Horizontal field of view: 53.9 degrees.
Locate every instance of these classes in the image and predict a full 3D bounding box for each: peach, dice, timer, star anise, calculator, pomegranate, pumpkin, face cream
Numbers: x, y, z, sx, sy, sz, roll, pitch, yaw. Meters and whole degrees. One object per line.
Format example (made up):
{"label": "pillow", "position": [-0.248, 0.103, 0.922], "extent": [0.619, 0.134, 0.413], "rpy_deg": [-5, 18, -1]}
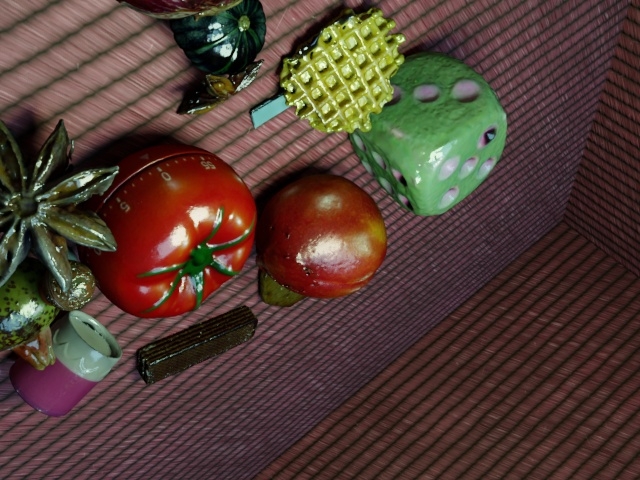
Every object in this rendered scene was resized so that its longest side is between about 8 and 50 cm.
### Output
{"label": "peach", "position": [0.000, 0.000, 1.699], "extent": [0.370, 0.370, 0.370], "rpy_deg": [-31, 147, -23]}
{"label": "dice", "position": [0.286, -0.286, 1.716], "extent": [0.330, 0.322, 0.318], "rpy_deg": [-37, 150, -10]}
{"label": "timer", "position": [-0.322, -0.023, 1.340], "extent": [0.378, 0.279, 0.378], "rpy_deg": [-34, 150, -23]}
{"label": "star anise", "position": [-0.215, -0.302, 1.280], "extent": [0.212, 0.053, 0.157], "rpy_deg": [-28, -171, 20]}
{"label": "calculator", "position": [-0.093, -0.331, 1.499], "extent": [0.172, 0.018, 0.057], "rpy_deg": [-36, 148, -14]}
{"label": "pomegranate", "position": [-0.610, 0.155, 1.254], "extent": [0.214, 0.214, 0.248], "rpy_deg": [-31, 113, -22]}
{"label": "pumpkin", "position": [-0.186, -0.406, 1.166], "extent": [0.194, 0.150, 0.194], "rpy_deg": [-42, 154, -27]}
{"label": "face cream", "position": [-0.597, 0.287, 1.484], "extent": [0.195, 0.175, 0.175], "rpy_deg": [-45, 150, -1]}
{"label": "star anise", "position": [-0.513, -0.061, 1.115], "extent": [0.332, 0.331, 0.117], "rpy_deg": [-41, -174, -6]}

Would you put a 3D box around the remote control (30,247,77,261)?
{"label": "remote control", "position": [-0.568, 0.025, 1.339], "extent": [0.074, 0.032, 0.122], "rpy_deg": [-32, 148, -22]}

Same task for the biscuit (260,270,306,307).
{"label": "biscuit", "position": [-0.052, 0.075, 2.015], "extent": [0.359, 0.046, 0.359], "rpy_deg": [-30, 146, -23]}

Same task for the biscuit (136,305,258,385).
{"label": "biscuit", "position": [-0.364, 0.310, 1.899], "extent": [0.388, 0.073, 0.107], "rpy_deg": [-19, 143, -36]}

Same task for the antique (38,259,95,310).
{"label": "antique", "position": [-0.478, 0.084, 1.197], "extent": [0.104, 0.104, 0.104], "rpy_deg": [-31, 147, -23]}

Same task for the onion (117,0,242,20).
{"label": "onion", "position": [-0.199, -0.488, 0.952], "extent": [0.337, 0.260, 0.282], "rpy_deg": [-33, 110, -2]}

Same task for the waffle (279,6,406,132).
{"label": "waffle", "position": [0.059, -0.401, 1.480], "extent": [0.307, 0.060, 0.312], "rpy_deg": [14, 106, -33]}
